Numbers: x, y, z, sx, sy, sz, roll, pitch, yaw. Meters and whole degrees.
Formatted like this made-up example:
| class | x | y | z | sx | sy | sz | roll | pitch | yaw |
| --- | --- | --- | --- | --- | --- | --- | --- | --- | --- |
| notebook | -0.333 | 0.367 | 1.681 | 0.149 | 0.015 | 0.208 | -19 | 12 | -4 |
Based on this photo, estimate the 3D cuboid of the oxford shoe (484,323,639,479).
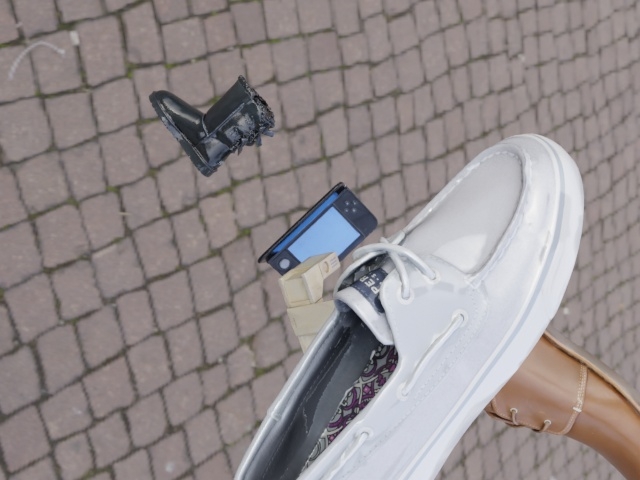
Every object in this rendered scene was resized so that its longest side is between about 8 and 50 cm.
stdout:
| class | x | y | z | sx | sy | sz | roll | pitch | yaw |
| --- | --- | --- | --- | --- | --- | --- | --- | --- | --- |
| oxford shoe | 0.149 | 0.102 | 0.632 | 0.076 | 0.212 | 0.076 | -43 | 168 | -17 |

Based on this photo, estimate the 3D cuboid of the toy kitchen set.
| class | x | y | z | sx | sy | sz | roll | pitch | yaw |
| --- | --- | --- | --- | --- | --- | --- | --- | --- | --- |
| toy kitchen set | 0.013 | 0.060 | 0.981 | 0.075 | 0.068 | 0.083 | -36 | 110 | -58 |

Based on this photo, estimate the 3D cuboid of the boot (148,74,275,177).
| class | x | y | z | sx | sy | sz | roll | pitch | yaw |
| --- | --- | --- | --- | --- | --- | --- | --- | --- | --- |
| boot | -0.114 | -0.138 | 1.036 | 0.121 | 0.099 | 0.045 | 53 | 11 | 9 |

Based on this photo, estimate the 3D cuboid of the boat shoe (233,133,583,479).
| class | x | y | z | sx | sy | sz | roll | pitch | yaw |
| --- | --- | --- | --- | --- | --- | --- | --- | --- | --- |
| boat shoe | 0.030 | 0.032 | 0.362 | 0.063 | 0.066 | 0.184 | 34 | 93 | -40 |

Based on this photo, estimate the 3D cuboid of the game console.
| class | x | y | z | sx | sy | sz | roll | pitch | yaw |
| --- | --- | --- | --- | --- | --- | --- | --- | --- | --- |
| game console | 0.000 | 0.000 | 1.044 | 0.122 | 0.071 | 0.107 | -43 | 120 | 4 |
